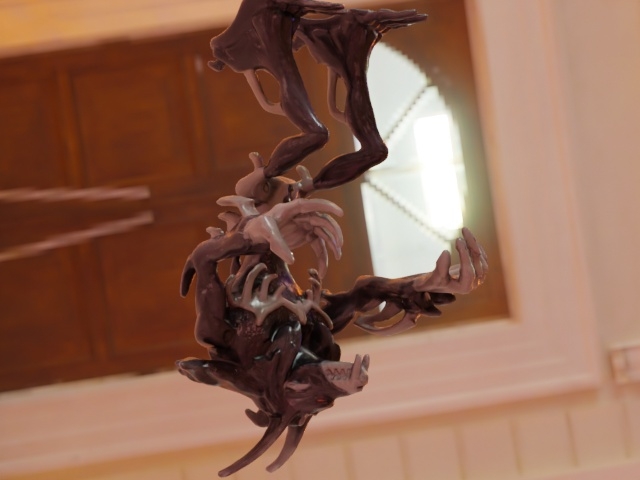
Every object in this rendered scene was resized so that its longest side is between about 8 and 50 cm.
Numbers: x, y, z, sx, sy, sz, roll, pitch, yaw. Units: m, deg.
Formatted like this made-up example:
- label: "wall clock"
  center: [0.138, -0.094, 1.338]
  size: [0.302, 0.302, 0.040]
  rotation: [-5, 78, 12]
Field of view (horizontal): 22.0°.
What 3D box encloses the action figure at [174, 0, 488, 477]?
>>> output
- label: "action figure"
  center: [0.000, 0.000, 0.935]
  size: [0.141, 0.164, 0.275]
  rotation: [1, -93, 41]
